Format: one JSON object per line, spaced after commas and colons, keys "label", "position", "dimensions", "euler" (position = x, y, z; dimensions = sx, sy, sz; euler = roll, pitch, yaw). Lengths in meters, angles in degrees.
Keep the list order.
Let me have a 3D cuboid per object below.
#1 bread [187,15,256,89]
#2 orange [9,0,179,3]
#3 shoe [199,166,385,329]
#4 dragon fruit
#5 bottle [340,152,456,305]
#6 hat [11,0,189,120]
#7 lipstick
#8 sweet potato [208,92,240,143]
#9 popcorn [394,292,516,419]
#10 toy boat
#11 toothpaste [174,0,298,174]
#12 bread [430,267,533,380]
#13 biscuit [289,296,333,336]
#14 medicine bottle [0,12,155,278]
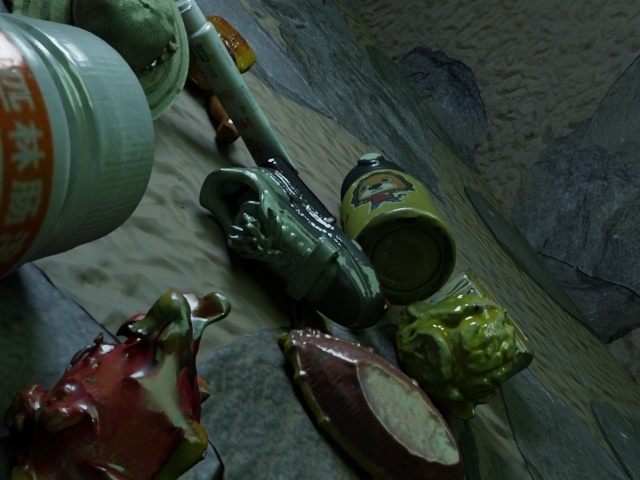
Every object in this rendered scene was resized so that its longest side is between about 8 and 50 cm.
{"label": "bread", "position": [-0.191, -0.342, 1.325], "dimensions": [0.139, 0.077, 0.271], "euler": [40, 20, -5]}
{"label": "orange", "position": [-0.329, -0.361, 1.091], "dimensions": [0.274, 0.274, 0.310], "euler": [39, -9, -23]}
{"label": "shoe", "position": [-0.052, 0.010, 0.951], "dimensions": [0.149, 0.109, 0.293], "euler": [-3, 44, -53]}
{"label": "dragon fruit", "position": [-0.139, 0.120, 0.558], "dimensions": [0.150, 0.208, 0.133], "euler": [7, -36, 50]}
{"label": "bottle", "position": [0.114, -0.041, 1.297], "dimensions": [0.171, 0.171, 0.351], "euler": [40, 14, -21]}
{"label": "hat", "position": [-0.240, -0.272, 0.899], "dimensions": [0.252, 0.109, 0.252], "euler": [7, 79, -43]}
{"label": "lipstick", "position": [0.000, 0.000, 1.115], "dimensions": [0.300, 0.081, 0.081], "euler": [50, 21, 11]}
{"label": "sweet potato", "position": [-0.159, -0.222, 1.236], "dimensions": [0.202, 0.058, 0.055], "euler": [-97, -176, -50]}
{"label": "popcorn", "position": [0.214, 0.160, 1.130], "dimensions": [0.167, 0.185, 0.187], "euler": [57, 7, -23]}
{"label": "toy boat", "position": [0.077, 0.218, 0.881], "dimensions": [0.318, 0.099, 0.141], "euler": [46, 48, -4]}
{"label": "toothpaste", "position": [-0.131, -0.220, 1.115], "dimensions": [0.314, 0.056, 0.058], "euler": [60, 3, -33]}
{"label": "bread", "position": [0.302, 0.167, 1.388], "dimensions": [0.210, 0.109, 0.192], "euler": [53, 15, 11]}
{"label": "biscuit", "position": [-0.012, 0.109, 0.989], "dimensions": [0.071, 0.018, 0.147], "euler": [36, 22, -32]}
{"label": "medicine bottle", "position": [-0.284, -0.057, 0.468], "dimensions": [0.211, 0.211, 0.371], "euler": [50, 21, 4]}
